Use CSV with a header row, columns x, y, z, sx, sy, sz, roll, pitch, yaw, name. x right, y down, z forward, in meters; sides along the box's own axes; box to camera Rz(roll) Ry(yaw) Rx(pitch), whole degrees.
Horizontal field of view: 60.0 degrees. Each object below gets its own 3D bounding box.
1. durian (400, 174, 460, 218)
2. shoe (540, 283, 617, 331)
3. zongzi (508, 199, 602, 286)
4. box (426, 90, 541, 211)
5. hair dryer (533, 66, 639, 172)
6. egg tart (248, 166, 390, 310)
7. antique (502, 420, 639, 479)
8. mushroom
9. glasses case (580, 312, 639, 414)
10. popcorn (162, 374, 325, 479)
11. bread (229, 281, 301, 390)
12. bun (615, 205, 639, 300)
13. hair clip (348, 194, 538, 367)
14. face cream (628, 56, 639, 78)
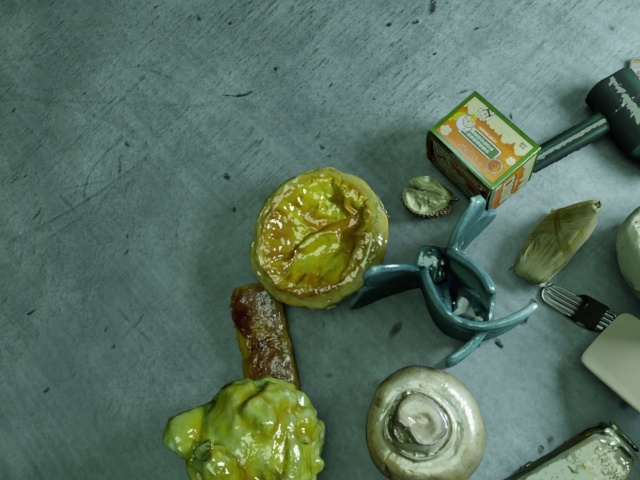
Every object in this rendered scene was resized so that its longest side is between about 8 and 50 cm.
x,y,z,sx,sy,sz,roll,pitch,yaw,name
0.259,-0.092,1.284,0.140,0.071,0.111,12,72,29,durian
0.543,0.138,1.164,0.159,0.053,0.062,28,79,21,shoe
0.490,0.002,1.138,0.099,0.197,0.194,36,88,10,zongzi
0.355,-0.186,1.232,0.148,0.177,0.195,-40,70,0,box
0.615,-0.201,1.229,0.302,0.116,0.244,-30,69,15,hair dryer
0.000,0.001,1.284,0.341,0.132,0.342,-3,74,11,egg tart
0.467,0.460,1.047,0.284,0.125,0.150,-39,70,0,antique
0.209,0.379,1.105,0.254,0.184,0.255,-2,62,3,mushroom
0.637,0.276,0.986,0.144,0.076,0.336,-49,33,9,glasses case
-0.123,0.410,1.093,0.274,0.336,0.279,24,51,32,popcorn
-0.133,0.232,1.279,0.139,0.077,0.271,-14,74,12,bread
0.752,0.069,1.052,0.359,0.211,0.360,-6,59,9,bun
0.265,0.103,1.103,0.392,0.318,0.238,-32,72,0,hair clip
0.736,-0.384,1.285,0.040,0.021,0.083,6,76,15,face cream
